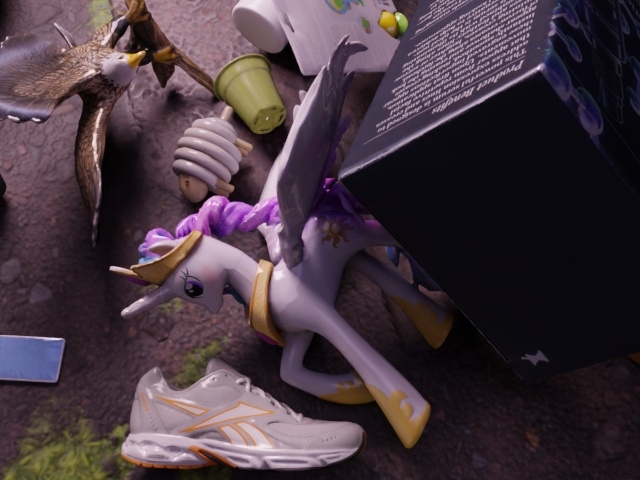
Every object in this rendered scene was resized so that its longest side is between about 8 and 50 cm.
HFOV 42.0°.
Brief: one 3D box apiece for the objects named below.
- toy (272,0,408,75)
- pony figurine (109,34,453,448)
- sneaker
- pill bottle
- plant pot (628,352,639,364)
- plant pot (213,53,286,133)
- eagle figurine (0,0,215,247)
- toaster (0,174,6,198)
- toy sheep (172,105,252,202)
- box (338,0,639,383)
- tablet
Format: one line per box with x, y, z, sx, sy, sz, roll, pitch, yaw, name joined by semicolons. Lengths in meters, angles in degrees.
0.022;-0.267;1.071;0.237;0.056;0.137;-15;80;-44;toy
0.000;0.000;0.916;0.363;0.303;0.351;29;78;-3;pony figurine
-0.081;0.185;0.894;0.262;0.099;0.121;2;76;1;sneaker
-0.026;-0.359;1.134;0.117;0.117;0.215;30;70;14;pill bottle
0.426;0.032;0.902;0.205;0.188;0.205;0;68;-1;plant pot
-0.083;-0.182;1.071;0.083;0.083;0.079;-28;64;-11;plant pot
-0.280;-0.173;0.998;0.226;0.225;0.298;30;62;3;eagle figurine
-0.508;-0.080;1.025;0.168;0.110;0.186;39;72;18;toaster
-0.137;-0.108;1.044;0.091;0.091;0.132;19;73;10;toy sheep
0.232;-0.117;0.833;0.293;0.212;0.395;46;42;-21;box
-0.345;0.139;0.980;0.083;0.006;0.054;3;66;2;tablet
